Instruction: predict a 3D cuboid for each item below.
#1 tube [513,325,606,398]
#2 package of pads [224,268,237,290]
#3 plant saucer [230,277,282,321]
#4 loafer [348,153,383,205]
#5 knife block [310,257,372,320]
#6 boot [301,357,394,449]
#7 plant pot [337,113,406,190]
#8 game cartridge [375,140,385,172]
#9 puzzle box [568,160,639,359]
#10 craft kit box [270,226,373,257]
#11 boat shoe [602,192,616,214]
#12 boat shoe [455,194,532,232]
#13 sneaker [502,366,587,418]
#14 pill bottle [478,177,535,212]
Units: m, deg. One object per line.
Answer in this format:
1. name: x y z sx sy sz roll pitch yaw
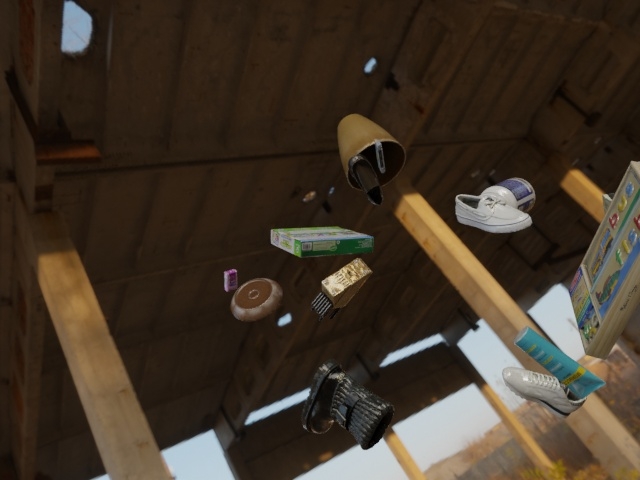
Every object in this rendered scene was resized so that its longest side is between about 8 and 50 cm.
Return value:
1. tube: 0.554 0.286 1.260 0.052 0.207 0.080 -44 -12 -41
2. package of pads: -0.365 0.162 2.191 0.050 0.032 0.083 -18 -60 -40
3. plant saucer: -0.235 0.202 1.928 0.198 0.198 0.036 -30 -47 -11
4. loafer: 0.175 -0.213 1.915 0.080 0.078 0.220 -35 -58 4
5. knife block: 0.086 0.225 2.296 0.275 0.088 0.242 -33 -27 -15
6. boot: 0.079 0.565 1.703 0.131 0.260 0.348 -33 -33 -38
7. plant pot: 0.166 -0.362 2.046 0.237 0.254 0.237 -15 -37 -12
8. game cartridge: 0.168 -0.237 1.518 0.017 0.056 0.083 -9 -66 6
9. puzzle box: 0.714 0.046 1.288 0.272 0.052 0.409 -65 -14 -56
10. craft kit box: 0.000 0.000 1.704 0.249 0.246 0.061 -3 -77 -25
11. boat shoe: 0.852 -0.080 1.505 0.079 0.084 0.233 -5 23 19
12. boat shoe: 0.476 -0.083 1.521 0.095 0.258 0.084 -30 -67 -26
13. sneaker: 0.635 0.415 1.536 0.095 0.235 0.090 116 178 -46
14. pill bottle: 0.689 -0.141 2.024 0.264 0.153 0.153 -21 -30 -45
